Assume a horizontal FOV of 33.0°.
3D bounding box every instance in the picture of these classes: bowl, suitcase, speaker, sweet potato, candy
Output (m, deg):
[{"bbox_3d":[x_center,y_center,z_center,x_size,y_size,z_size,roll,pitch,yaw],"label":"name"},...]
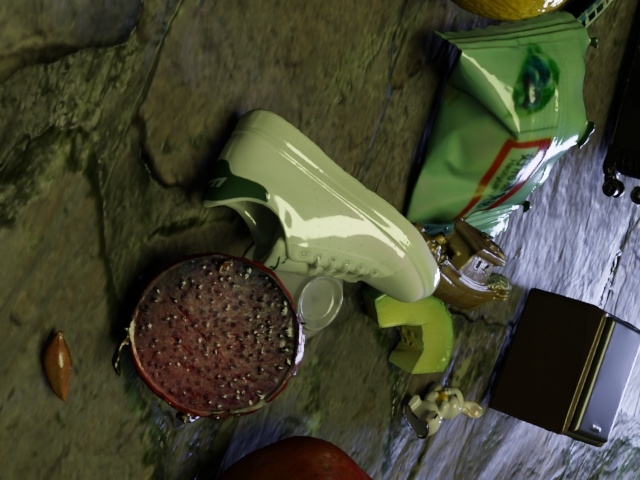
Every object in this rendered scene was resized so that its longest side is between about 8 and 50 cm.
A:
[{"bbox_3d":[-0.026,0.074,1.512,0.189,0.086,0.189,-15,115,-37],"label":"bowl"},{"bbox_3d":[0.676,-0.268,1.937,0.283,0.194,0.434,4,102,-43],"label":"suitcase"},{"bbox_3d":[0.435,0.224,1.912,0.153,0.192,0.231,24,85,-43],"label":"speaker"},{"bbox_3d":[-0.320,0.155,1.317,0.034,0.034,0.095,-15,112,-37],"label":"sweet potato"},{"bbox_3d":[0.256,-0.143,1.659,0.263,0.172,0.398,-6,131,-29],"label":"candy"}]

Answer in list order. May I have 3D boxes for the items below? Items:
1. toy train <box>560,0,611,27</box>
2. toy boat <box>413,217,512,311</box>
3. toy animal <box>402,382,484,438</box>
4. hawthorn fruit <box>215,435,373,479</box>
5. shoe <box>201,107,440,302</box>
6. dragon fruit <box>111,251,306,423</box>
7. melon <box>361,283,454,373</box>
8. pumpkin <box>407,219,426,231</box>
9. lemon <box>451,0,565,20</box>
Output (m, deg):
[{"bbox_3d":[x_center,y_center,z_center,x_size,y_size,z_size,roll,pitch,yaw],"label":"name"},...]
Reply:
[{"bbox_3d":[0.433,-0.380,1.778,0.207,0.043,0.047,-44,132,-21],"label":"toy train"},{"bbox_3d":[0.209,0.033,1.642,0.121,0.089,0.321,-40,151,13],"label":"toy boat"},{"bbox_3d":[0.203,0.280,1.803,0.124,0.071,0.085,-31,123,-30],"label":"toy animal"},{"bbox_3d":[-0.017,0.425,1.507,0.295,0.311,0.295,-32,134,-41],"label":"hawthorn fruit"},{"bbox_3d":[0.000,0.000,1.418,0.363,0.132,0.160,41,69,-21],"label":"shoe"},{"bbox_3d":[-0.132,0.115,1.404,0.218,0.148,0.224,36,97,-4],"label":"dragon fruit"},{"bbox_3d":[0.140,0.132,1.689,0.118,0.064,0.209,-30,127,-15],"label":"melon"},{"bbox_3d":[0.098,-0.012,1.622,0.101,0.035,0.073,29,99,-23],"label":"pumpkin"},{"bbox_3d":[0.261,-0.413,1.469,0.228,0.253,0.228,-33,137,-36],"label":"lemon"}]
